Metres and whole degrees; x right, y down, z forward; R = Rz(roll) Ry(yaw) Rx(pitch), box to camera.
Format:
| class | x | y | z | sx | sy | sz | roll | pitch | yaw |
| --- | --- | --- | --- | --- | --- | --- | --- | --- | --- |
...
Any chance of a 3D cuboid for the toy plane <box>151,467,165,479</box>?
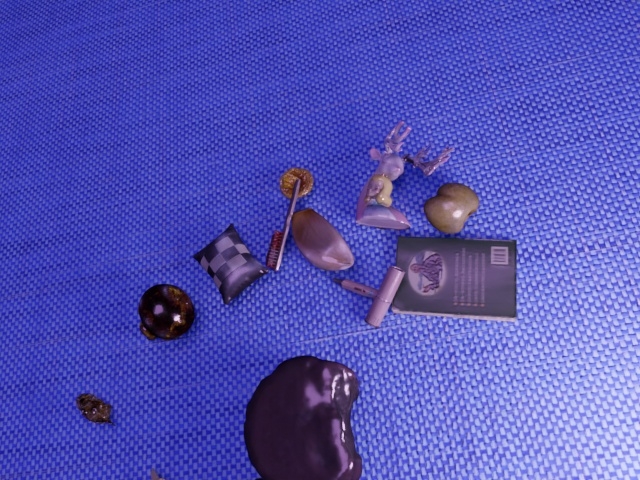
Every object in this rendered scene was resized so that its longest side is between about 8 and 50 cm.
| class | x | y | z | sx | sy | sz | roll | pitch | yaw |
| --- | --- | --- | --- | --- | --- | --- | --- | --- | --- |
| toy plane | -0.518 | 0.817 | 1.698 | 0.229 | 0.092 | 0.244 | 11 | 67 | 35 |

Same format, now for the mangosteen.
| class | x | y | z | sx | sy | sz | roll | pitch | yaw |
| --- | --- | --- | --- | --- | --- | --- | --- | --- | --- |
| mangosteen | -0.524 | 0.253 | 1.895 | 0.217 | 0.192 | 0.192 | -47 | 62 | 19 |

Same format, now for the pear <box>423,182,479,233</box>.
| class | x | y | z | sx | sy | sz | roll | pitch | yaw |
| --- | --- | --- | --- | --- | --- | --- | --- | --- | --- |
| pear | 0.410 | -0.104 | 1.798 | 0.136 | 0.167 | 0.167 | 36 | 81 | 22 |

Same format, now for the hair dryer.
| class | x | y | z | sx | sy | sz | roll | pitch | yaw |
| --- | --- | --- | --- | --- | --- | --- | --- | --- | --- |
| hair dryer | 0.142 | 0.135 | 1.810 | 0.220 | 0.054 | 0.195 | 33 | 104 | 38 |

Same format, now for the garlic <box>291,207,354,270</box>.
| class | x | y | z | sx | sy | sz | roll | pitch | yaw |
| --- | --- | --- | --- | --- | --- | --- | --- | --- | --- |
| garlic | -0.007 | 0.006 | 1.890 | 0.143 | 0.112 | 0.318 | -30 | 56 | -10 |

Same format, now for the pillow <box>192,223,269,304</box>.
| class | x | y | z | sx | sy | sz | roll | pitch | yaw |
| --- | --- | --- | --- | --- | --- | --- | --- | --- | --- |
| pillow | -0.308 | 0.077 | 1.943 | 0.186 | 0.106 | 0.250 | -38 | 59 | -3 |

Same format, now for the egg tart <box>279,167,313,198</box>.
| class | x | y | z | sx | sy | sz | roll | pitch | yaw |
| --- | --- | --- | --- | --- | --- | --- | --- | --- | --- |
| egg tart | -0.082 | -0.201 | 2.030 | 0.130 | 0.052 | 0.130 | -6 | 67 | 14 |

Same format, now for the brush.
| class | x | y | z | sx | sy | sz | roll | pitch | yaw |
| --- | --- | --- | --- | --- | --- | --- | --- | --- | --- |
| brush | -0.127 | -0.055 | 1.935 | 0.050 | 0.060 | 0.321 | 16 | 84 | -10 |

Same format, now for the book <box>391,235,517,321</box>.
| class | x | y | z | sx | sy | sz | roll | pitch | yaw |
| --- | --- | --- | --- | --- | --- | --- | --- | --- | --- |
| book | 0.414 | 0.113 | 1.774 | 0.371 | 0.043 | 0.260 | 3 | 67 | 14 |

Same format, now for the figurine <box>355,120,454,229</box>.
| class | x | y | z | sx | sy | sz | roll | pitch | yaw |
| --- | --- | --- | --- | --- | --- | --- | --- | --- | --- |
| figurine | 0.258 | -0.202 | 1.838 | 0.206 | 0.284 | 0.315 | 13 | 80 | -26 |

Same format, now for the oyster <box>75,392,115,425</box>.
| class | x | y | z | sx | sy | sz | roll | pitch | yaw |
| --- | --- | --- | --- | --- | --- | --- | --- | --- | --- |
| oyster | -0.735 | 0.549 | 1.864 | 0.177 | 0.105 | 0.056 | 23 | 88 | 44 |

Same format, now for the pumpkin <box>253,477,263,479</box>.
| class | x | y | z | sx | sy | sz | roll | pitch | yaw |
| --- | --- | --- | --- | --- | --- | --- | --- | --- | --- |
| pumpkin | -0.239 | 0.758 | 1.618 | 0.254 | 0.149 | 0.130 | -37 | 72 | -2 |

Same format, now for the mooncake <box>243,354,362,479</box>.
| class | x | y | z | sx | sy | sz | roll | pitch | yaw |
| --- | --- | --- | --- | --- | --- | --- | --- | --- | --- |
| mooncake | -0.040 | 0.527 | 1.623 | 0.351 | 0.212 | 0.381 | 1 | 69 | 20 |
